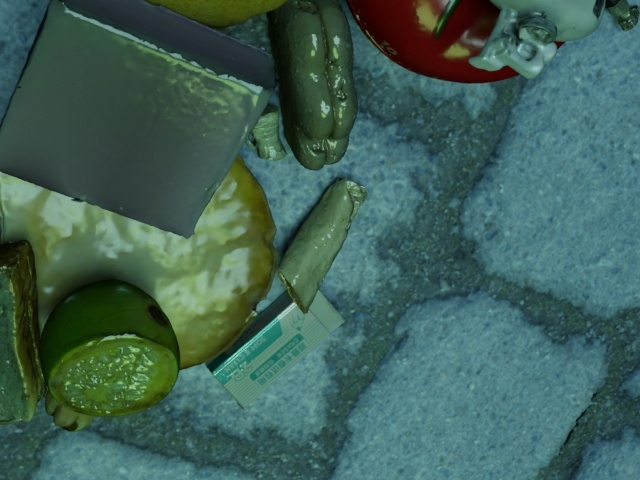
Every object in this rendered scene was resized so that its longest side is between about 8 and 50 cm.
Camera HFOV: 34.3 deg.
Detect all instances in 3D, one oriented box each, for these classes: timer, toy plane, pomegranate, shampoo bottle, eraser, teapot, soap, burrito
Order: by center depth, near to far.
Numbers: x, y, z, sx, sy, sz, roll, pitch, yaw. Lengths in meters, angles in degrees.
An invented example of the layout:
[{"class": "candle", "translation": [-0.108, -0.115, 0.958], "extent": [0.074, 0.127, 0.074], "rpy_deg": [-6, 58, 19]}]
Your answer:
[{"class": "toy plane", "translation": [0.248, -0.334, 1.298], "extent": [0.267, 0.123, 0.266], "rpy_deg": [1, 89, -29]}, {"class": "soap", "translation": [-0.244, -0.165, 1.336], "extent": [0.296, 0.107, 0.285], "rpy_deg": [21, 129, -21]}, {"class": "pomegranate", "translation": [-0.301, 0.159, 1.473], "extent": [0.190, 0.159, 0.240], "rpy_deg": [-6, 131, -16]}, {"class": "timer", "translation": [0.210, -0.415, 1.478], "extent": [0.378, 0.279, 0.378], "rpy_deg": [-6, 108, -18]}, {"class": "teapot", "translation": [-0.086, -0.162, 1.593], "extent": [0.067, 0.057, 0.083], "rpy_deg": [-4, 120, 22]}, {"class": "burrito", "translation": [0.000, 0.000, 1.658], "extent": [0.087, 0.060, 0.226], "rpy_deg": [36, 79, -30]}, {"class": "shampoo bottle", "translation": [0.454, -0.425, 1.682], "extent": [0.063, 0.057, 0.208], "rpy_deg": [-49, 119, -6]}, {"class": "eraser", "translation": [-0.075, 0.168, 1.713], "extent": [0.225, 0.052, 0.095], "rpy_deg": [-40, 117, -2]}]

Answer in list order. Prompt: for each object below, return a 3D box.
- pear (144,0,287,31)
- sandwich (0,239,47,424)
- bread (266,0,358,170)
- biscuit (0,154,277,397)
[{"class": "pear", "translation": [-0.164, -0.423, 1.343], "extent": [0.314, 0.314, 0.314], "rpy_deg": [-6, 111, -17]}, {"class": "sandwich", "translation": [-0.546, 0.134, 1.460], "extent": [0.301, 0.099, 0.271], "rpy_deg": [0, 110, 3]}, {"class": "bread", "translation": [-0.010, -0.254, 1.510], "extent": [0.102, 0.183, 0.337], "rpy_deg": [-11, 115, -8]}, {"class": "biscuit", "translation": [-0.285, 0.016, 1.559], "extent": [0.446, 0.104, 0.429], "rpy_deg": [-9, 112, -13]}]
